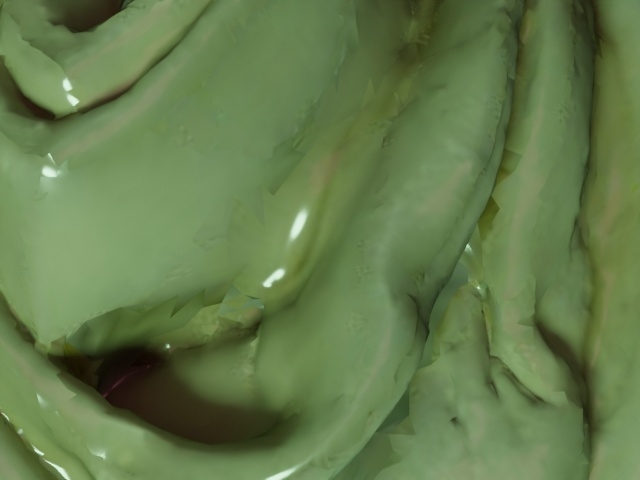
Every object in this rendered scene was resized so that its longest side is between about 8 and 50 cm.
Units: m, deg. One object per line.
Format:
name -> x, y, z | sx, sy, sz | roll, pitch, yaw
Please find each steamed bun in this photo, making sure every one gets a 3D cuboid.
steamed bun -> -0.007, 0.007, 0.440 | 0.324, 0.219, 0.310 | 42, 76, 11
